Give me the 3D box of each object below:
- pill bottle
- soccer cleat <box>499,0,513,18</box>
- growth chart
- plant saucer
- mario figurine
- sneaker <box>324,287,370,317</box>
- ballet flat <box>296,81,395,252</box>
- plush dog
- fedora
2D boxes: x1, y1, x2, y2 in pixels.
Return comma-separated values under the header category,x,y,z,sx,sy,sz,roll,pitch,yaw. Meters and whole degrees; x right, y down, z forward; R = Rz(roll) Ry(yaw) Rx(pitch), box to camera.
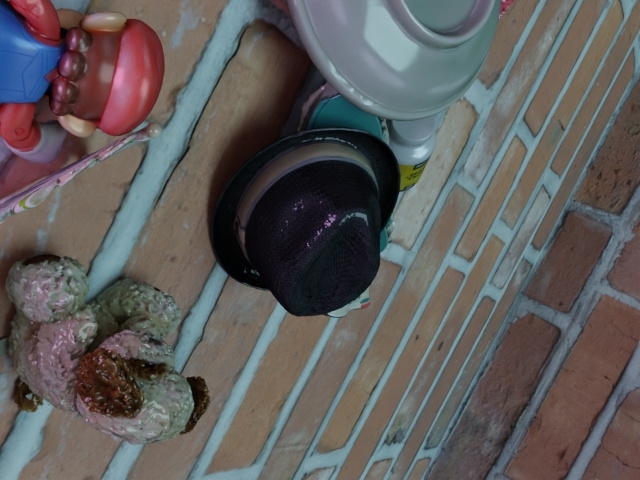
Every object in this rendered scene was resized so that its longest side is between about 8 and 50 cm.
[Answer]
category,x,y,z,sx,sy,sz,roll,pitch,yaw
pill bottle,0.145,-0.164,1.237,0.103,0.103,0.184,-51,171,-19
soccer cleat,0.293,-0.431,1.281,0.109,0.116,0.318,-4,117,-56
growth chart,-0.279,-0.049,0.699,0.237,0.172,0.021,-41,111,-35
plant saucer,0.136,-0.364,0.945,0.401,0.101,0.400,-5,98,-37
mario figurine,-0.291,-0.174,0.634,0.321,0.198,0.170,-2,75,-48
sneaker,0.048,0.108,1.434,0.161,0.057,0.075,-12,107,-52
ballet flat,0.040,-0.129,1.154,0.147,0.147,0.408,-47,150,-24
plush dog,-0.250,0.157,0.828,0.210,0.225,0.262,-60,151,-3
fedora,0.000,0.000,1.039,0.334,0.152,0.334,-15,140,-12
